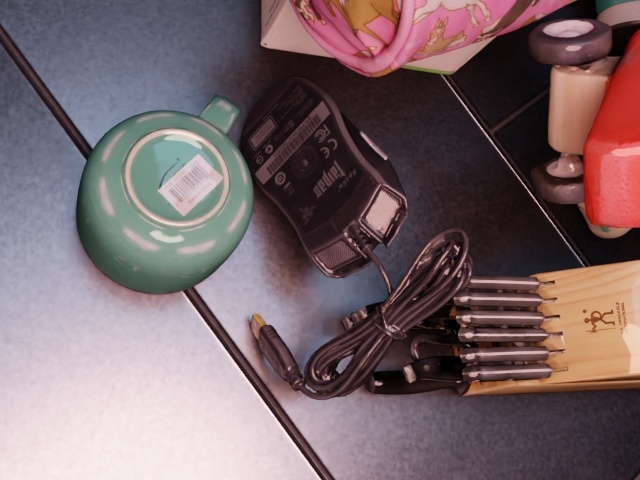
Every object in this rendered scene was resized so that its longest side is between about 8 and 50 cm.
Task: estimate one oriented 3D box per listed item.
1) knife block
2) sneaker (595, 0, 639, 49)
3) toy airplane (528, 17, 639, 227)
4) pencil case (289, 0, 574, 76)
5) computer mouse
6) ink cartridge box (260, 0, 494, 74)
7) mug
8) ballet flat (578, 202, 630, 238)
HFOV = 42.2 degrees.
[{"bbox_3d":[0.165,0.087,0.715,0.276,0.242,0.088,24,60,-61],"label":"knife block"},{"bbox_3d":[0.422,-0.297,0.892,0.296,0.124,0.178,-1,85,-19],"label":"sneaker"},{"bbox_3d":[0.375,-0.133,0.641,0.386,0.272,0.384,25,91,-45],"label":"toy airplane"},{"bbox_3d":[0.155,-0.265,0.639,0.386,0.167,0.160,-26,56,-25],"label":"pencil case"},{"bbox_3d":[0.000,0.000,0.664,0.060,0.184,0.262,20,25,-51],"label":"computer mouse"},{"bbox_3d":[0.052,-0.309,0.760,0.198,0.115,0.272,4,74,-19],"label":"ink cartridge box"},{"bbox_3d":[-0.117,-0.045,0.631,0.129,0.097,0.157,0,75,-20],"label":"mug"},{"bbox_3d":[0.342,-0.088,0.829,0.248,0.086,0.086,-38,90,-23],"label":"ballet flat"}]
